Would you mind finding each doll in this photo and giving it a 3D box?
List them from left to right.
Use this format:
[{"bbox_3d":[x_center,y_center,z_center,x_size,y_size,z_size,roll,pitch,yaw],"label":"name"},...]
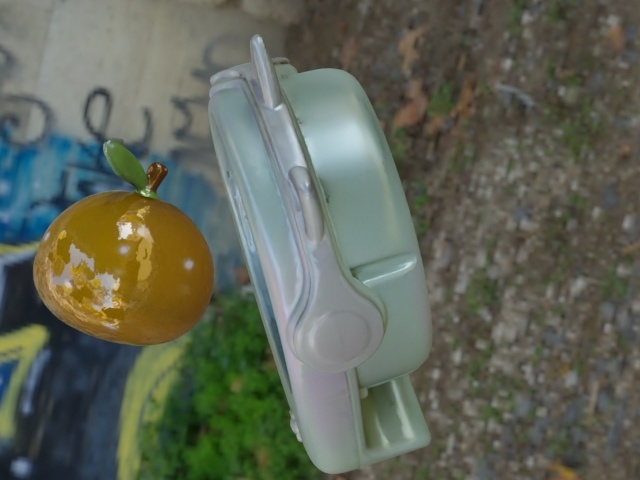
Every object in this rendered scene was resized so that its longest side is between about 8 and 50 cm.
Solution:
[{"bbox_3d":[-0.221,0.007,1.721,0.213,0.213,0.236,-156,82,-77],"label":"doll"}]

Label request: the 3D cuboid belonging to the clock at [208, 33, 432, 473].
[{"bbox_3d":[0.000,0.000,1.040,0.324,0.108,0.265,84,170,-59],"label":"clock"}]
